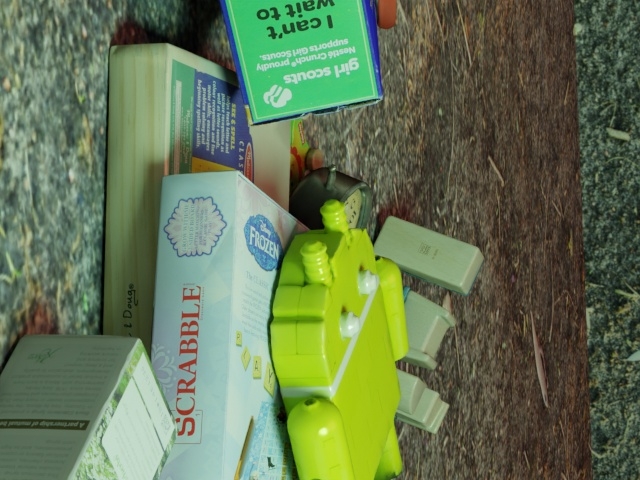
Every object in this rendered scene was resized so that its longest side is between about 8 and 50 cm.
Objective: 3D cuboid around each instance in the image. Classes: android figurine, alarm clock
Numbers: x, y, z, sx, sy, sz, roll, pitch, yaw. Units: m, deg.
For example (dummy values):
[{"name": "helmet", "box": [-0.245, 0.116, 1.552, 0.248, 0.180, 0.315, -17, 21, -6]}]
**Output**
[{"name": "android figurine", "box": [0.020, 0.102, 1.184, 0.248, 0.056, 0.272, -62, 147, -58]}, {"name": "alarm clock", "box": [0.000, 0.000, 1.451, 0.129, 0.064, 0.192, -63, 160, -10]}]

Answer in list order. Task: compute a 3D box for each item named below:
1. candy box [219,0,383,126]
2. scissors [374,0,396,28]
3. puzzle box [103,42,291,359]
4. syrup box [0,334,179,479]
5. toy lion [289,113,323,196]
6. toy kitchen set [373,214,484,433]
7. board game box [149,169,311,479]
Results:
[{"name": "candy box", "box": [-0.035, -0.298, 1.190, 0.268, 0.122, 0.317, -94, 171, -54]}, {"name": "scissors", "box": [0.054, -0.221, 1.378, 0.297, 0.021, 0.109, 93, -8, -79]}, {"name": "puzzle box", "box": [-0.097, 0.060, 1.220, 0.272, 0.052, 0.408, 11, 80, -70]}, {"name": "syrup box", "box": [-0.177, 0.172, 0.920, 0.237, 0.096, 0.093, -68, 150, -46]}, {"name": "toy lion", "box": [-0.035, -0.079, 1.434, 0.096, 0.034, 0.100, -55, 143, -46]}, {"name": "toy kitchen set", "box": [0.112, 0.105, 1.789, 0.207, 0.122, 0.166, -64, 156, -10]}, {"name": "board game box", "box": [-0.045, 0.140, 1.173, 0.319, 0.066, 0.317, 40, 50, -67]}]
